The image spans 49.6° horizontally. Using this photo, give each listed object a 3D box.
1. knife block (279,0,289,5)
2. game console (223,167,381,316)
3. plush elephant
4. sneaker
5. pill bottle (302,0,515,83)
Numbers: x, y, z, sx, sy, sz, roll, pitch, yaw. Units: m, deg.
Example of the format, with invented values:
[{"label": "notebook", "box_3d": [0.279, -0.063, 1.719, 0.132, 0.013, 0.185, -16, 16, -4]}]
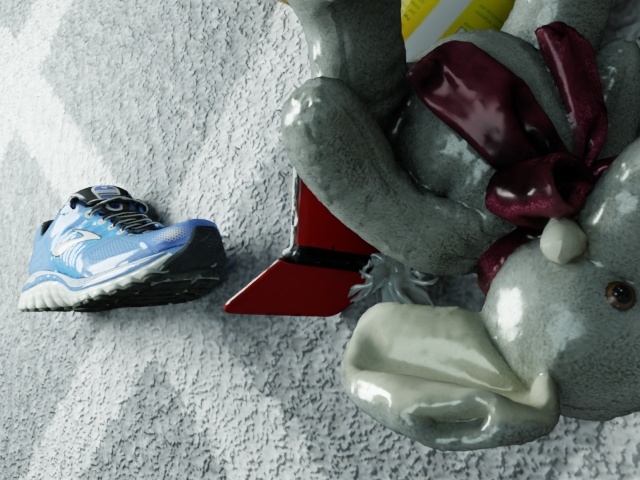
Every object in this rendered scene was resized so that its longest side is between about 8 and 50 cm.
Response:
[{"label": "knife block", "box_3d": [-0.070, -0.316, 0.603, 0.275, 0.242, 0.088, -29, 67, 33]}, {"label": "game console", "box_3d": [0.000, 0.000, 0.564, 0.085, 0.144, 0.124, -4, 82, 38]}, {"label": "plush elephant", "box_3d": [0.127, -0.018, 0.391, 0.255, 0.271, 0.330, 47, 138, 44]}, {"label": "sneaker", "box_3d": [-0.236, 0.003, 0.773, 0.330, 0.129, 0.147, -8, 82, 39]}, {"label": "pill bottle", "box_3d": [0.082, -0.180, 0.538, 0.215, 0.117, 0.117, -47, 58, 25]}]
